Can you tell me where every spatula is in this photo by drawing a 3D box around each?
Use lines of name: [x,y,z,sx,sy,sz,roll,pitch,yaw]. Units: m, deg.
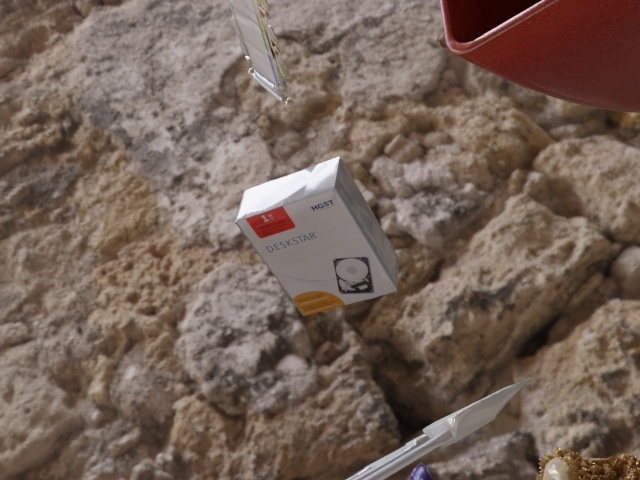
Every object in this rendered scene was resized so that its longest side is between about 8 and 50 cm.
spatula: [0.031,0.168,0.531,0.242,0.019,0.168,-18,-17,-31]

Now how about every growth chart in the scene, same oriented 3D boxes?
growth chart: [-0.090,-0.295,1.033,0.021,0.172,0.237,-29,-43,-14]

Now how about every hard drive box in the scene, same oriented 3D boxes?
hard drive box: [0.000,0.000,1.206,0.181,0.089,0.232,-18,-54,23]

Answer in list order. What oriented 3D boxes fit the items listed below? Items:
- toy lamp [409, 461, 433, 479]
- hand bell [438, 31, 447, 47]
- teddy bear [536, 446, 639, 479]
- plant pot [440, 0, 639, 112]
toy lamp: [0.025,0.375,0.930,0.275,0.080,0.080,-27,-40,-6]
hand bell: [0.222,-0.264,0.860,0.126,0.242,0.126,1,-92,-32]
teddy bear: [0.446,0.347,0.945,0.338,0.245,0.113,-30,-35,24]
plant pot: [0.257,-0.251,0.556,0.267,0.267,0.236,-25,-33,37]
